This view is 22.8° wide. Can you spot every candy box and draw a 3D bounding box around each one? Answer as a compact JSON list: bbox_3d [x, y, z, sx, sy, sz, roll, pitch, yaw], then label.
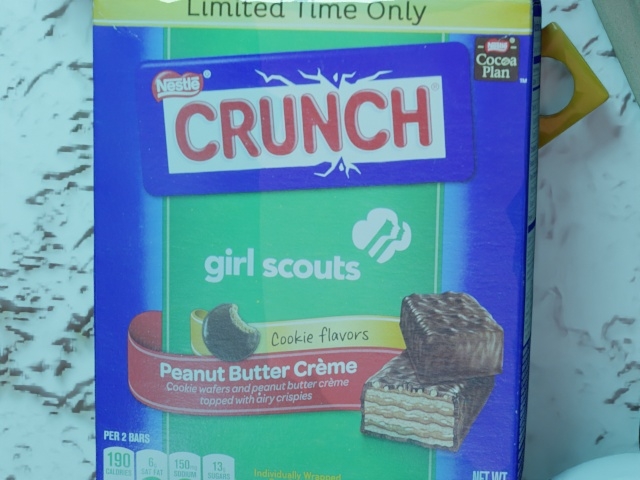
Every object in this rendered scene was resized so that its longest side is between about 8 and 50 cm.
[{"bbox_3d":[0.000,0.000,1.001,0.268,0.122,0.317,2,98,8],"label":"candy box"}]

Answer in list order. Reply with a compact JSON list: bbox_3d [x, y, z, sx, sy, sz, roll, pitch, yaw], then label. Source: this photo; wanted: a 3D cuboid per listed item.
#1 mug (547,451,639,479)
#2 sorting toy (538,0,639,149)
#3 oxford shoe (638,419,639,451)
[{"bbox_3d":[0.235,0.268,0.907,0.276,0.328,0.374,33,121,-22],"label":"mug"},{"bbox_3d":[0.262,-0.177,1.016,0.348,0.047,0.196,-24,94,12],"label":"sorting toy"},{"bbox_3d":[0.317,0.120,1.059,0.212,0.076,0.076,-11,90,2],"label":"oxford shoe"}]
